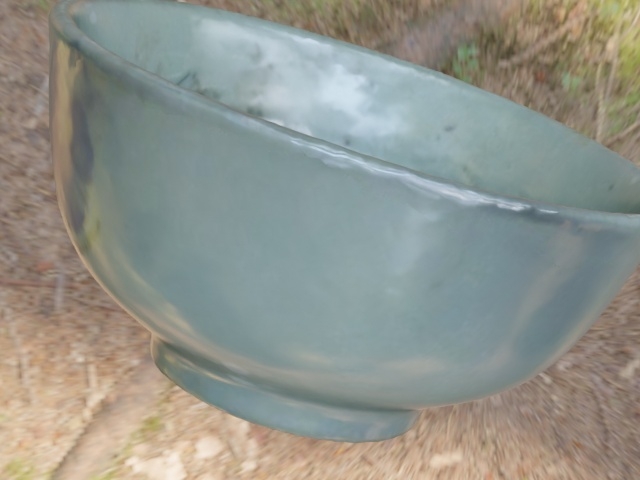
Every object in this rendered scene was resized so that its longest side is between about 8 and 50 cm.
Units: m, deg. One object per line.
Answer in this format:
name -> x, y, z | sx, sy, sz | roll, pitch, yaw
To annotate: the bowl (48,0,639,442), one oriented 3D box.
bowl -> 0.000, 0.000, 0.798 | 0.289, 0.289, 0.146 | 19, 104, 6
